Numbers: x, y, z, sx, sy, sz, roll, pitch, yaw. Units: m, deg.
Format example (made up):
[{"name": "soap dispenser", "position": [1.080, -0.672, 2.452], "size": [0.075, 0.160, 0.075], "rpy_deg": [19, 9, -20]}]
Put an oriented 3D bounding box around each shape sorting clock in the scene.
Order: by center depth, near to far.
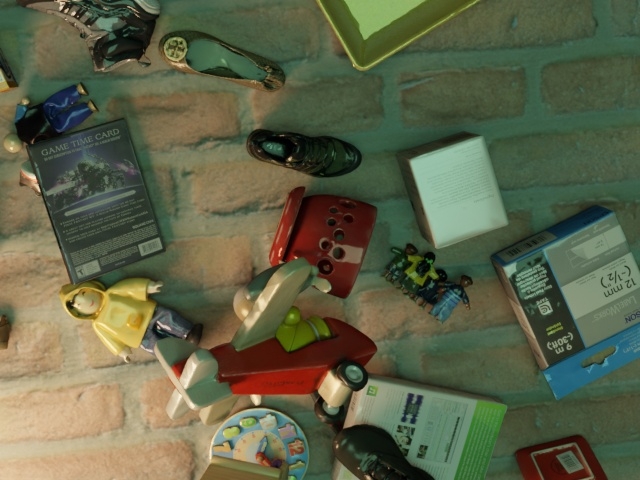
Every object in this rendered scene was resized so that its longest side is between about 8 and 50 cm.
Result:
[{"name": "shape sorting clock", "position": [-0.126, 0.444, 1.973], "size": [0.206, 0.040, 0.206], "rpy_deg": [-1, 100, -5]}]

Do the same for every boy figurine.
[{"name": "boy figurine", "position": [-0.372, 0.146, 1.875], "size": [0.285, 0.092, 0.177], "rpy_deg": [29, 99, -12]}]

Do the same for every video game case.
[{"name": "video game case", "position": [-0.424, -0.076, 1.822], "size": [0.196, 0.026, 0.274], "rpy_deg": [-22, 101, -29]}]

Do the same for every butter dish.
[{"name": "butter dish", "position": [0.507, 0.509, 2.003], "size": [0.160, 0.160, 0.118], "rpy_deg": [-14, 123, -2]}]

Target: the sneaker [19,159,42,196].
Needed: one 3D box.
[{"name": "sneaker", "position": [-0.506, -0.101, 1.846], "size": [0.158, 0.061, 0.065], "rpy_deg": [25, 127, -13]}]

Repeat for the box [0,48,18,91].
[{"name": "box", "position": [-0.608, -0.342, 1.772], "size": [0.028, 0.081, 0.136], "rpy_deg": [-21, 102, -1]}]

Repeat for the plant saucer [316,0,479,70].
[{"name": "plant saucer", "position": [0.127, -0.542, 1.805], "size": [0.333, 0.081, 0.332], "rpy_deg": [-31, 100, 1]}]

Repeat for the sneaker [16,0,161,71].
[{"name": "sneaker", "position": [-0.435, -0.392, 1.767], "size": [0.269, 0.101, 0.153], "rpy_deg": [6, 97, -9]}]

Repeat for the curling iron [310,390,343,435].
[{"name": "curling iron", "position": [0.029, 0.350, 1.974], "size": [0.068, 0.035, 0.274], "rpy_deg": [-37, 102, -2]}]

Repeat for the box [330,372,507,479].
[{"name": "box", "position": [0.203, 0.411, 1.970], "size": [0.322, 0.058, 0.232], "rpy_deg": [14, 98, -14]}]

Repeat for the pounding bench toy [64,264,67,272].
[{"name": "pounding bench toy", "position": [-0.458, 0.044, 1.871], "size": [0.065, 0.083, 0.052], "rpy_deg": [-20, 102, -34]}]

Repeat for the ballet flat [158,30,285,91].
[{"name": "ballet flat", "position": [-0.187, -0.340, 1.822], "size": [0.250, 0.058, 0.084], "rpy_deg": [18, 97, -8]}]

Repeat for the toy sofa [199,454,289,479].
[{"name": "toy sofa", "position": [-0.169, 0.615, 1.932], "size": [0.150, 0.177, 0.362], "rpy_deg": [9, 108, 10]}]

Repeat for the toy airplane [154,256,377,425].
[{"name": "toy airplane", "position": [-0.126, 0.194, 1.775], "size": [0.386, 0.272, 0.384], "rpy_deg": [-25, 143, 10]}]

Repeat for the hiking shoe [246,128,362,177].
[{"name": "hiking shoe", "position": [-0.030, -0.163, 1.838], "size": [0.227, 0.114, 0.086], "rpy_deg": [6, 100, -6]}]

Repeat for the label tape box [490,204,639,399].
[{"name": "label tape box", "position": [0.534, 0.138, 1.944], "size": [0.249, 0.115, 0.347], "rpy_deg": [-26, 99, 0]}]

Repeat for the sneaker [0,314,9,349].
[{"name": "sneaker", "position": [-0.706, 0.174, 1.871], "size": [0.189, 0.066, 0.071], "rpy_deg": [6, 83, -11]}]

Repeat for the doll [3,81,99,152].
[{"name": "doll", "position": [-0.519, -0.222, 1.819], "size": [0.189, 0.046, 0.129], "rpy_deg": [-29, 100, 0]}]

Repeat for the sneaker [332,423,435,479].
[{"name": "sneaker", "position": [0.146, 0.464, 1.871], "size": [0.286, 0.130, 0.109], "rpy_deg": [37, 94, -15]}]

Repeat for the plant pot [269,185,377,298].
[{"name": "plant pot", "position": [0.000, 0.000, 1.834], "size": [0.174, 0.191, 0.191], "rpy_deg": [17, 98, -3]}]

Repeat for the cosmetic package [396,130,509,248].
[{"name": "cosmetic package", "position": [0.254, -0.101, 1.856], "size": [0.152, 0.151, 0.183], "rpy_deg": [-18, 100, -2]}]

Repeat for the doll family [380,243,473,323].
[{"name": "doll family", "position": [0.221, 0.081, 1.929], "size": [0.193, 0.076, 0.111], "rpy_deg": [38, 90, -15]}]
